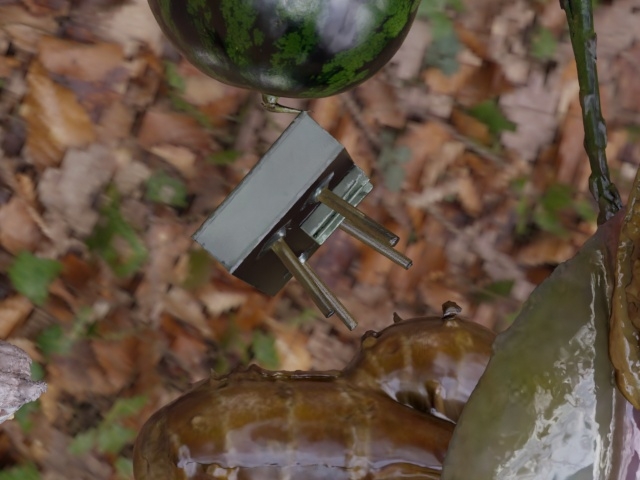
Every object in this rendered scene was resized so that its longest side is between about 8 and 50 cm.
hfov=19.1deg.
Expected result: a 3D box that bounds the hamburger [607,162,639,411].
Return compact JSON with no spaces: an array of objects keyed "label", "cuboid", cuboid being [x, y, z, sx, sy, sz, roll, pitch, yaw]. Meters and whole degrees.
[{"label":"hamburger","cuboid":[0.269,0.030,0.883,0.283,0.144,0.260,18,98,-18]}]

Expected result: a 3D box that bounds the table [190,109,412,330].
[{"label":"table","cuboid":[0.000,0.000,1.438,0.111,0.240,0.121,42,90,8]}]

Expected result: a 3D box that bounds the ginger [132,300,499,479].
[{"label":"ginger","cuboid":[0.030,0.176,1.849,0.418,0.254,0.176,-2,140,3]}]

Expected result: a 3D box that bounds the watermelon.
[{"label":"watermelon","cuboid":[-0.032,-0.245,1.662,0.269,0.269,0.269,-8,106,-29]}]

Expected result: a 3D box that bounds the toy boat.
[{"label":"toy boat","cuboid":[0.237,0.070,1.017,0.293,0.111,0.276,21,95,-23]}]

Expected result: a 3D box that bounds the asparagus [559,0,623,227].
[{"label":"asparagus","cuboid":[0.166,-0.089,1.166,0.023,0.022,0.233,3,66,-20]}]

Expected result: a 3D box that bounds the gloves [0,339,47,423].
[{"label":"gloves","cuboid":[-0.312,0.108,1.655,0.144,0.110,0.094,46,37,-13]}]
